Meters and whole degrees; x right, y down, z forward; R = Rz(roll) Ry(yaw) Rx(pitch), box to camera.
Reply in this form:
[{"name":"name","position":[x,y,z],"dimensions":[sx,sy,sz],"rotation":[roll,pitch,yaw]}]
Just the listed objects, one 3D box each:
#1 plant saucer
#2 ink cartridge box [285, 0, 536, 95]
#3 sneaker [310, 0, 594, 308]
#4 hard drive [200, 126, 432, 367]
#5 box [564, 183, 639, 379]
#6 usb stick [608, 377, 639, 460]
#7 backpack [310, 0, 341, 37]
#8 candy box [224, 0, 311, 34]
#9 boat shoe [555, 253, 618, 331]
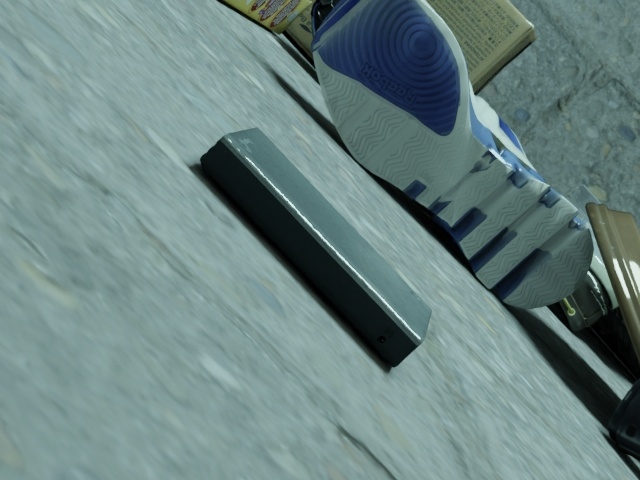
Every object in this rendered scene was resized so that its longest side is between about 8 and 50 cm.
[{"name":"plant saucer","position":[0.300,0.091,1.260],"dimensions":[0.278,0.041,0.277],"rotation":[-21,90,-78]},{"name":"ink cartridge box","position":[0.082,-0.237,1.512],"dimensions":[0.234,0.193,0.088],"rotation":[48,8,8]},{"name":"sneaker","position":[0.102,-0.087,1.257],"dimensions":[0.315,0.127,0.182],"rotation":[51,4,-17]},{"name":"hard drive","position":[0.000,0.000,0.706],"dimensions":[0.135,0.022,0.094],"rotation":[46,10,0]},{"name":"box","position":[0.351,0.064,1.659],"dimensions":[0.183,0.056,0.231],"rotation":[53,-5,32]},{"name":"usb stick","position":[0.344,0.178,1.033],"dimensions":[0.278,0.077,0.045],"rotation":[25,-29,34]},{"name":"backpack","position":[0.047,-0.194,1.425],"dimensions":[0.084,0.105,0.114],"rotation":[-94,174,-80]},{"name":"candy box","position":[-0.082,-0.263,1.345],"dimensions":[0.109,0.053,0.187],"rotation":[48,11,12]},{"name":"boat shoe","position":[0.238,0.001,1.571],"dimensions":[0.227,0.069,0.081],"rotation":[52,-6,27]}]
